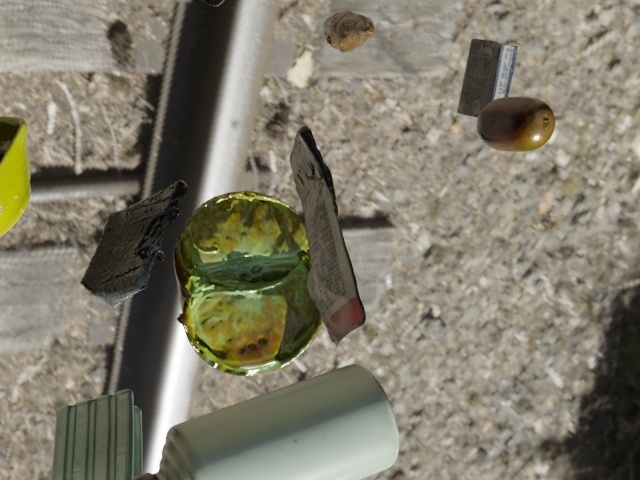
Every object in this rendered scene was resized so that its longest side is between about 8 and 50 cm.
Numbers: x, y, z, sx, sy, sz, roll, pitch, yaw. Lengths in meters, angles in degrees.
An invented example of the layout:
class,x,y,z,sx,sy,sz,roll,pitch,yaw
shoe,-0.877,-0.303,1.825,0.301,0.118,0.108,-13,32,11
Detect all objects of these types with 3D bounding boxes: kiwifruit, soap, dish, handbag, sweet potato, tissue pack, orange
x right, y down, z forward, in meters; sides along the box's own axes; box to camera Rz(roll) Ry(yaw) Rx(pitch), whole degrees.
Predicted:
class,x,y,z,sx,sy,sz,roll,pitch,yaw
kiwifruit,0.261,-0.155,1.447,0.075,0.124,0.075,-2,93,-31
soap,-0.426,0.419,2.074,0.159,0.265,0.088,-15,127,1
dish,-0.371,-0.045,1.154,0.207,0.149,0.080,-35,132,11
handbag,-0.335,0.010,1.995,0.175,0.270,0.088,-25,126,37
sweet potato,0.049,-0.335,1.737,0.060,0.206,0.068,9,95,-18
tissue pack,0.332,-0.319,2.162,0.051,0.112,0.156,5,101,-30
orange,-0.128,0.086,1.994,0.262,0.335,0.196,-18,158,1

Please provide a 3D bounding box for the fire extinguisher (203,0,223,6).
class,x,y,z,sx,sy,sz,roll,pitch,yaw
fire extinguisher,-0.063,-0.462,1.351,0.344,0.138,0.102,-45,147,19

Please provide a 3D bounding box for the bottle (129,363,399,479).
class,x,y,z,sx,sy,sz,roll,pitch,yaw
bottle,-0.057,0.194,0.964,0.245,0.104,0.104,-17,125,-22

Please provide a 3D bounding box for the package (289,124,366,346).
class,x,y,z,sx,sy,sz,roll,pitch,yaw
package,0.000,0.000,1.271,0.030,0.239,0.154,-9,165,-13
